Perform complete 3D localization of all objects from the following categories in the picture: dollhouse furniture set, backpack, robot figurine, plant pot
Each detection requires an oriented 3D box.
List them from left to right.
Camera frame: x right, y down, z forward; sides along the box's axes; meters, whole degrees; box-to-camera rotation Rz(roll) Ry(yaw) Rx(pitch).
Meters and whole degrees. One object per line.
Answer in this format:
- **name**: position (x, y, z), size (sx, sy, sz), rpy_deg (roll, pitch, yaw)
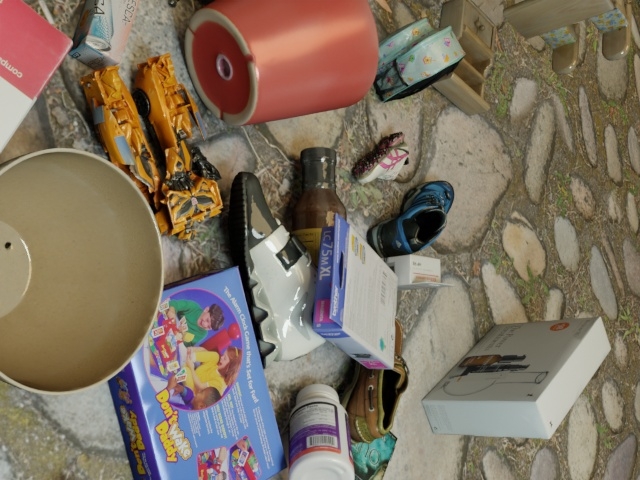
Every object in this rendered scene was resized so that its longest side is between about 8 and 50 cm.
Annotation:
- **plant pot**: position (-0.362, 0.037, 0.875), size (0.284, 0.191, 0.284), rpy_deg (3, 87, -56)
- **robot figurine**: position (-0.250, -0.134, 1.110), size (0.211, 0.085, 0.291), rpy_deg (-31, 105, -43)
- **plant pot**: position (-0.077, -0.324, 1.213), size (0.243, 0.275, 0.275), rpy_deg (-29, 104, -35)
- **backpack**: position (0.212, -0.402, 1.557), size (0.166, 0.188, 0.144), rpy_deg (-37, 109, -42)
- **dollhouse furniture set**: position (0.484, -0.494, 1.704), size (0.362, 0.394, 0.256), rpy_deg (27, 65, -40)

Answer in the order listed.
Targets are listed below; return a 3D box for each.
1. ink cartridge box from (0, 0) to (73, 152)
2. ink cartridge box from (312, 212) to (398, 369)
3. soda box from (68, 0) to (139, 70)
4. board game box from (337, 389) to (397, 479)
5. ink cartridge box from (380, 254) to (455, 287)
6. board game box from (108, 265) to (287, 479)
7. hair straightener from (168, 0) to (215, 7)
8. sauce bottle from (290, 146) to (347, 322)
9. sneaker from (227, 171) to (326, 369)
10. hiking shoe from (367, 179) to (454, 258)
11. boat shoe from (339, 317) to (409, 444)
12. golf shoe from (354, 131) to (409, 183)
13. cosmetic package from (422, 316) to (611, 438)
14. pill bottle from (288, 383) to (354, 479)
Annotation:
- **ink cartridge box**: position (-0.467, -0.080, 0.738), size (0.160, 0.279, 0.385), rpy_deg (40, 57, -33)
- **ink cartridge box**: position (0.059, 0.098, 1.233), size (0.311, 0.065, 0.186), rpy_deg (47, 44, -58)
- **soda box**: position (-0.324, -0.355, 1.093), size (0.063, 0.058, 0.183), rpy_deg (27, 64, -40)
- **board game box**: position (0.075, 0.396, 1.394), size (0.186, 0.026, 0.126), rpy_deg (47, 52, -30)
- **ink cartridge box**: position (0.171, 0.067, 1.440), size (0.104, 0.180, 0.060), rpy_deg (9, 77, -45)
- **board game box**: position (-0.196, 0.237, 1.106), size (0.233, 0.078, 0.347), rpy_deg (-17, 96, -46)
- **hair straightener**: position (-0.244, -0.443, 1.198), size (0.230, 0.047, 0.089), rpy_deg (20, 69, -42)
- **sauce bottle**: position (0.000, 0.000, 1.325), size (0.111, 0.111, 0.344), rpy_deg (10, 77, -44)
- **sneaker**: position (-0.069, 0.039, 1.211), size (0.146, 0.122, 0.331), rpy_deg (-13, 97, -18)
- **hiking shoe**: position (0.236, -0.045, 1.560), size (0.304, 0.132, 0.113), rpy_deg (-42, 113, -41)
- **boat shoe**: position (0.127, 0.265, 1.389), size (0.111, 0.104, 0.307), rpy_deg (51, 40, -27)
- **golf shoe**: position (0.141, -0.163, 1.530), size (0.186, 0.067, 0.086), rpy_deg (-43, 115, -41)
- **cosmetic package**: position (0.449, 0.303, 1.610), size (0.377, 0.284, 0.097), rpy_deg (-32, 106, -45)
- **pill bottle**: position (-0.002, 0.339, 1.218), size (0.108, 0.108, 0.193), rpy_deg (54, 15, -25)
